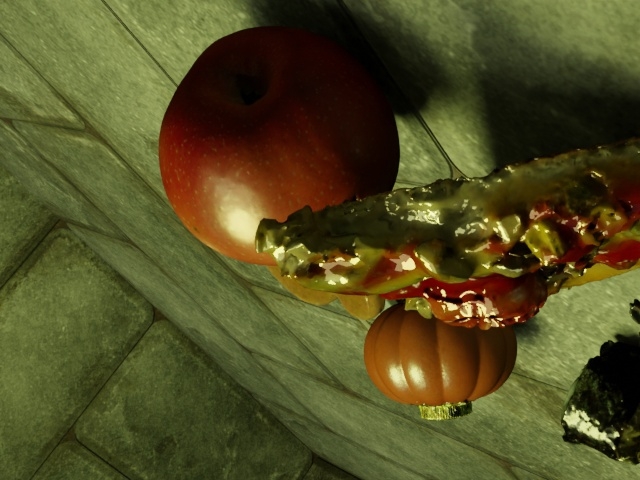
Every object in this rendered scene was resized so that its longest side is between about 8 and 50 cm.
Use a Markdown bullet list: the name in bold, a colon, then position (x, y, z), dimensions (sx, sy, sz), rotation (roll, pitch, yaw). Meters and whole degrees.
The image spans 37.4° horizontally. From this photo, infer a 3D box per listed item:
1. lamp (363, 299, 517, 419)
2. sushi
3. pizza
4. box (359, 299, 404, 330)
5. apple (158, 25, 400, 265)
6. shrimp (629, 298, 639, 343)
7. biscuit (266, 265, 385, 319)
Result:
- **lamp**: position (0.172, 0.156, 1.367), dimensions (0.223, 0.196, 0.223), rotation (-5, 176, 0)
- **sushi**: position (0.396, 0.213, 1.223), dimensions (0.115, 0.147, 0.212), rotation (18, 173, 31)
- **pizza**: position (0.131, 0.021, 0.923), dimensions (0.406, 0.130, 0.440), rotation (-4, 167, -15)
- **box**: position (0.114, 0.106, 1.558), dimensions (0.243, 0.067, 0.155), rotation (48, 160, -30)
- **apple**: position (-0.045, -0.103, 1.023), dimensions (0.260, 0.260, 0.216), rotation (23, 154, 36)
- **shrimp**: position (0.431, 0.132, 1.067), dimensions (0.254, 0.059, 0.145), rotation (33, 172, -5)
- **biscuit**: position (0.002, -0.002, 1.426), dimensions (0.275, 0.052, 0.355), rotation (59, 153, -7)
